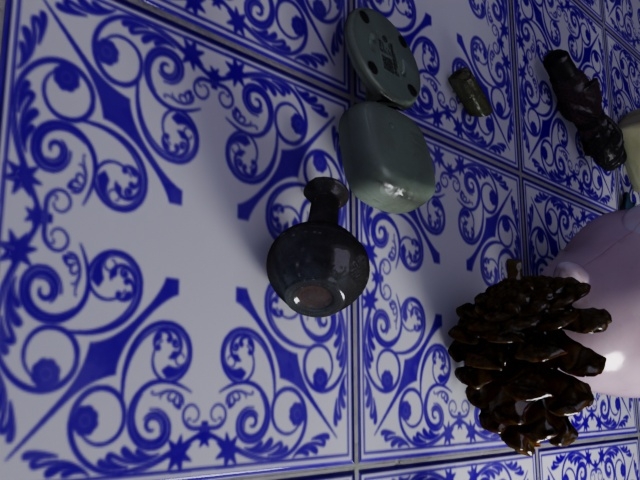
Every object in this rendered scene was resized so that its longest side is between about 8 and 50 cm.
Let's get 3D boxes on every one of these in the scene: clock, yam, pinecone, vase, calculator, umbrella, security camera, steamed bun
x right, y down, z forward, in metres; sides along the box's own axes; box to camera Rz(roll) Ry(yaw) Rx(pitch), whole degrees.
[{"bbox_3d":[0.538,0.124,1.302,0.376,0.250,0.368,-13,122,-31],"label":"clock"},{"bbox_3d":[0.255,-0.248,1.267,0.094,0.043,0.043,53,48,-30],"label":"yam"},{"bbox_3d":[0.312,0.179,1.110,0.244,0.244,0.309,-36,120,-46],"label":"pinecone"},{"bbox_3d":[0.000,0.000,0.890,0.120,0.120,0.183,44,34,-34],"label":"vase"},{"bbox_3d":[0.738,-0.043,1.789,0.094,0.019,0.141,38,57,-37],"label":"calculator"},{"bbox_3d":[0.565,-0.278,1.589,0.094,0.090,0.326,-51,122,-16],"label":"umbrella"},{"bbox_3d":[0.082,-0.183,1.038,0.157,0.080,0.302,16,61,-44],"label":"security camera"},{"bbox_3d":[0.840,-0.216,1.828,0.200,0.170,0.226,-29,105,-52],"label":"steamed bun"}]

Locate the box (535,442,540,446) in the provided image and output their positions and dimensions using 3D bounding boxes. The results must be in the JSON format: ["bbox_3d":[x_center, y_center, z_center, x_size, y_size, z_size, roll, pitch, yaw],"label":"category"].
[{"bbox_3d":[0.357,0.311,1.281,0.051,0.023,0.082,21,67,-43],"label":"box"}]
